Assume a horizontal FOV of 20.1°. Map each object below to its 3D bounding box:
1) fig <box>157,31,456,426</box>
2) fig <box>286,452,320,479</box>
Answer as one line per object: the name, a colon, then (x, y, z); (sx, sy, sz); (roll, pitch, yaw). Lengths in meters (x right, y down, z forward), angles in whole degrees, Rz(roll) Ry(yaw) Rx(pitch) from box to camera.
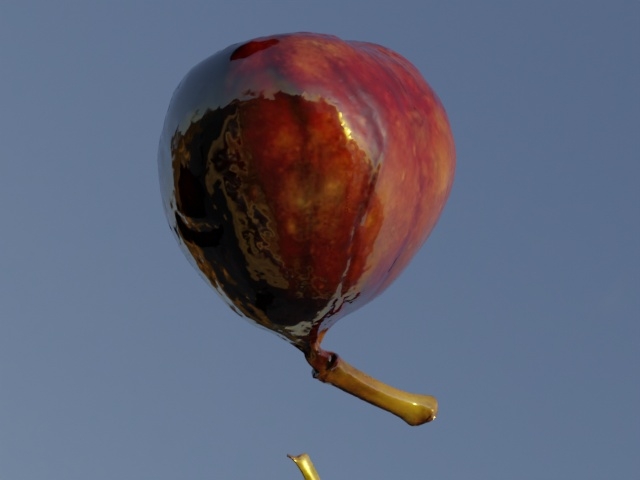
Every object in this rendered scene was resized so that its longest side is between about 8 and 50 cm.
fig: (-0.015, -0.007, 1.141); (0.186, 0.204, 0.249); (6, -86, 14)
fig: (0.008, 0.326, 1.735); (0.159, 0.159, 0.257); (-11, -84, 33)
